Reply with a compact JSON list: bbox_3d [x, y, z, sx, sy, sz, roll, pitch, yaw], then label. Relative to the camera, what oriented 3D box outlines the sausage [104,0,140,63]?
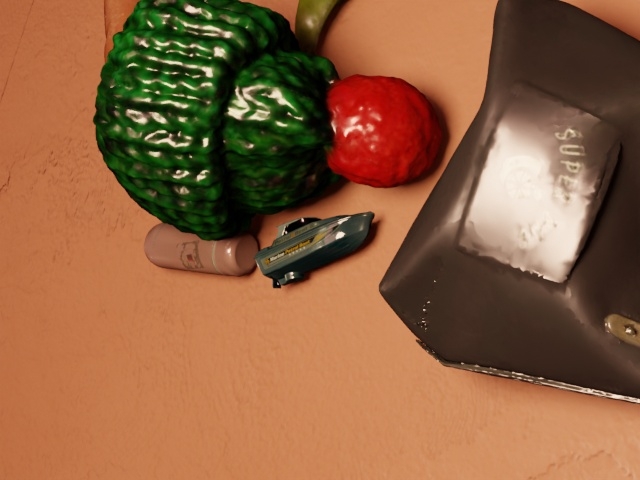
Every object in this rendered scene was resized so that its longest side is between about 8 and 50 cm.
[{"bbox_3d":[-0.209,-0.376,1.715,0.094,0.094,0.419,-17,67,52],"label":"sausage"}]

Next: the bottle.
[{"bbox_3d":[-0.132,0.009,1.569,0.140,0.053,0.053,5,82,40],"label":"bottle"}]

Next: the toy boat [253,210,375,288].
[{"bbox_3d":[0.000,0.000,1.460,0.141,0.055,0.060,-25,70,33],"label":"toy boat"}]

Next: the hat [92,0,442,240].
[{"bbox_3d":[-0.046,-0.108,1.431,0.332,0.274,0.242,15,85,15],"label":"hat"}]

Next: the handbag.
[{"bbox_3d":[0.230,-0.022,1.226,0.288,0.152,0.342,24,94,29],"label":"handbag"}]

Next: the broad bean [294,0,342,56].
[{"bbox_3d":[0.045,-0.351,1.513,0.077,0.061,0.339,28,96,48],"label":"broad bean"}]
